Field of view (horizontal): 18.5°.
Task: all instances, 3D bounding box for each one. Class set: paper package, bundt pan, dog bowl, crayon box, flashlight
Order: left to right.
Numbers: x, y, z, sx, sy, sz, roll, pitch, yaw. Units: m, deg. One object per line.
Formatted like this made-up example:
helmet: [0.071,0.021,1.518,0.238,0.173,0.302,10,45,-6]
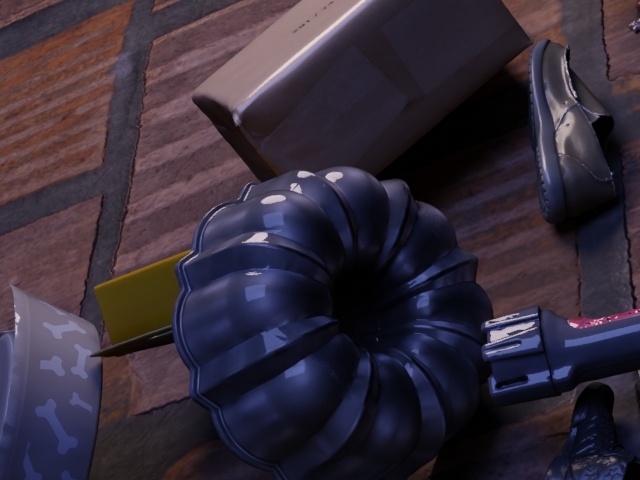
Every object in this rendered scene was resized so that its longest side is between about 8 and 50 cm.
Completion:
dog bowl: [-0.317,0.224,2.037,0.349,0.102,0.349,-166,90,-73]
crayon box: [-0.095,0.046,2.056,0.202,0.081,0.318,-20,-4,21]
paper package: [0.037,-0.199,2.257,0.325,0.168,0.309,-41,15,-5]
bundt pan: [0.031,0.073,1.848,0.124,0.331,0.331,-33,24,53]
flashlight: [0.301,0.071,1.794,0.304,0.103,0.103,-14,81,14]

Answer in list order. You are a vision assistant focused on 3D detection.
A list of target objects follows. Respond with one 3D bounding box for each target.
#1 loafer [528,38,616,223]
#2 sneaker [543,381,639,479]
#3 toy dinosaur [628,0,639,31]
loafer: [0.272,-0.118,2.114,0.087,0.094,0.251,-3,50,3]
sneaker: [0.259,0.201,1.766,0.089,0.051,0.170,5,46,31]
toy dinosaur: [0.377,-0.381,2.220,0.295,0.200,0.127,-31,35,6]
